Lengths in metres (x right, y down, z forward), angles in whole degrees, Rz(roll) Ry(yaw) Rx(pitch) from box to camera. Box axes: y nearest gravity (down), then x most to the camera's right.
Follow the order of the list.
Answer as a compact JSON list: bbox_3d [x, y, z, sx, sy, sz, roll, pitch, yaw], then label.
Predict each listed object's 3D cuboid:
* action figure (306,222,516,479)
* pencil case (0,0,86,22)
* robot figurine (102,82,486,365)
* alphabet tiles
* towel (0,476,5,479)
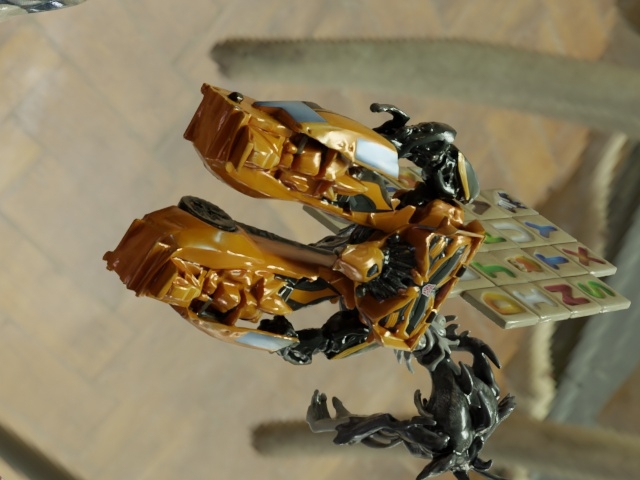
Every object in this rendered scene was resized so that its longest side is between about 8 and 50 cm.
[{"bbox_3d":[0.075,0.111,1.628,0.141,0.276,0.164,-15,-168,47],"label":"action figure"},{"bbox_3d":[-0.205,-0.231,1.332,0.410,0.160,0.183,-16,152,14],"label":"pencil case"},{"bbox_3d":[0.000,0.000,1.279,0.291,0.085,0.211,17,110,-45],"label":"robot figurine"},{"bbox_3d":[0.150,-0.001,1.880,0.342,0.285,0.011,-5,126,-50],"label":"alphabet tiles"},{"bbox_3d":[-0.065,0.171,0.402,0.275,0.031,0.199,55,32,-27],"label":"towel"}]
